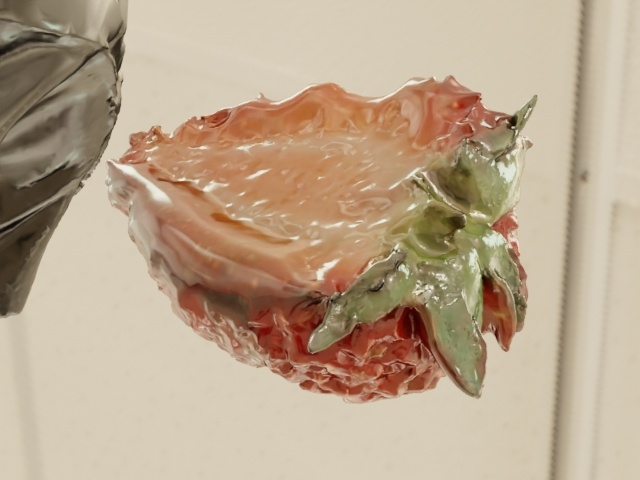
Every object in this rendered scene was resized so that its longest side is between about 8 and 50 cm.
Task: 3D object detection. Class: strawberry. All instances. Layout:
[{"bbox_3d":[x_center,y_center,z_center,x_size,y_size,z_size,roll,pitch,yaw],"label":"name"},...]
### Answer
[{"bbox_3d":[-0.011,0.010,0.827,0.228,0.174,0.098,0,-46,31],"label":"strawberry"}]

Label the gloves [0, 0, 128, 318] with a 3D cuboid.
[{"bbox_3d":[-0.126,0.002,0.497,0.124,0.164,0.203,35,-83,9],"label":"gloves"}]
